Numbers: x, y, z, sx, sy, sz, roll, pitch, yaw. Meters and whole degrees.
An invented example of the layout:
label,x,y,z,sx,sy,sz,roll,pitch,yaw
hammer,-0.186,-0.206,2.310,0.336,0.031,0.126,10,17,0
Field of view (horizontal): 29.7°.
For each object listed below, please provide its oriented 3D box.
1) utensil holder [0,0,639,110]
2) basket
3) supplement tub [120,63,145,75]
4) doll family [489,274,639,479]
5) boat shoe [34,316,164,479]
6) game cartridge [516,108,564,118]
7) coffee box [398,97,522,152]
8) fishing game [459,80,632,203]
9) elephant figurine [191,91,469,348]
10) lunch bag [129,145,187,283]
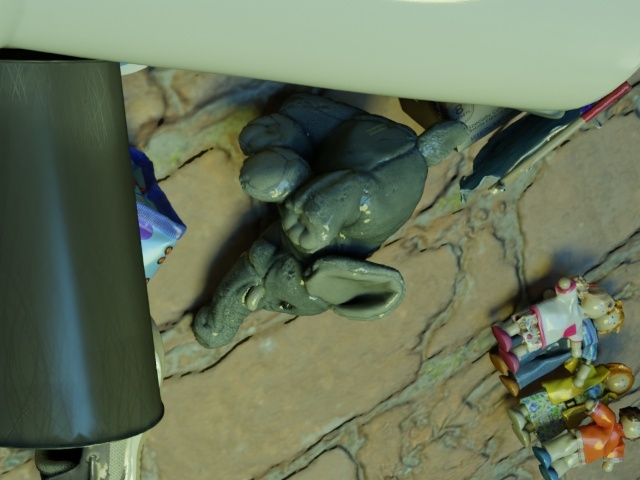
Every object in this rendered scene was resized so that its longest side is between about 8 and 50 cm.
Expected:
label,x,y,z,sx,sy,sz,roll,pitch,yaw
utensil holder,-0.008,-0.247,0.687,0.386,0.327,0.327,4,119,-20
basket,-0.191,-0.005,0.766,0.154,0.204,0.226,-18,114,-58
supplement tub,-0.157,-0.179,0.873,0.071,0.071,0.107,-35,135,-8
doll family,0.285,0.141,1.388,0.163,0.118,0.263,-25,114,-9
boat shoe,-0.211,0.192,1.083,0.092,0.103,0.285,2,116,-29
game cartridge,0.075,-0.221,0.921,0.297,0.062,0.198,11,97,-18
coffee box,0.179,-0.207,1.059,0.247,0.098,0.141,-32,133,-11
fishing game,0.199,-0.093,1.062,0.189,0.264,0.041,-38,95,10
elephant figurine,0.000,0.000,1.067,0.169,0.186,0.239,-49,154,-40
lunch bag,-0.287,-0.010,0.879,0.293,0.138,0.221,28,105,-33
